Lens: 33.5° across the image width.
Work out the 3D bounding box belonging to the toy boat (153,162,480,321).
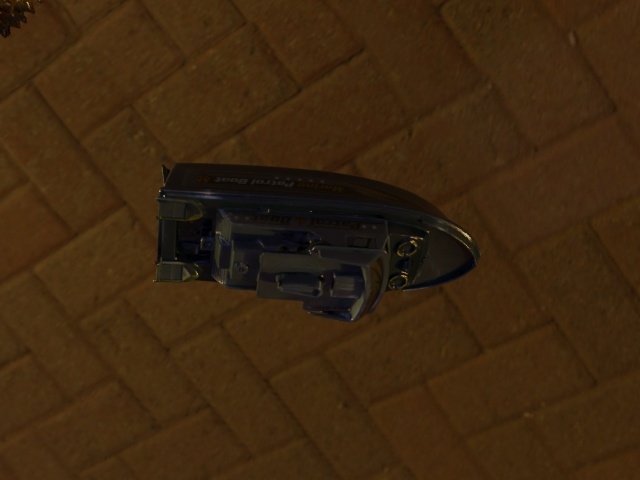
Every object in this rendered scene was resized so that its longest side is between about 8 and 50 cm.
[{"bbox_3d":[-0.002,0.002,0.947,0.296,0.122,0.114,6,135,-4],"label":"toy boat"}]

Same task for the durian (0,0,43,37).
[{"bbox_3d":[-0.365,-0.282,1.028,0.193,0.138,0.237,30,110,-6],"label":"durian"}]
